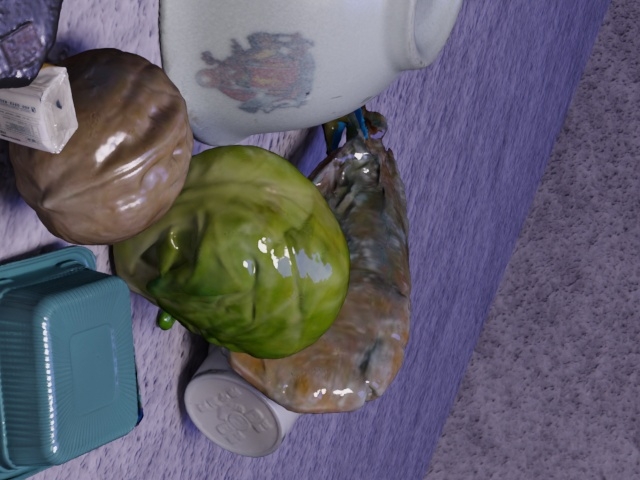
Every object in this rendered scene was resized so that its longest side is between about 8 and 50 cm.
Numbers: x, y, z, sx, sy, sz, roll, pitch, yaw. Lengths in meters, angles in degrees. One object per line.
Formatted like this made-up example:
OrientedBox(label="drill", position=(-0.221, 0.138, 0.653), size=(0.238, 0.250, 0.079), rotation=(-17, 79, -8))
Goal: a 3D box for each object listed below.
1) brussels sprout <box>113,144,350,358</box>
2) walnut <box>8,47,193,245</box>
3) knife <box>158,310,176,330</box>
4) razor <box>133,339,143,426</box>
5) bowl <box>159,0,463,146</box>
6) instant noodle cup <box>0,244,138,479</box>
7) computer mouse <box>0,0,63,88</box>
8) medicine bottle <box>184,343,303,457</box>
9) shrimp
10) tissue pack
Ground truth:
OrientedBox(label="brussels sprout", position=(-0.074, 0.014, 1.335), size=(0.161, 0.223, 0.223), rotation=(-57, 157, -30))
OrientedBox(label="walnut", position=(-0.165, -0.073, 1.112), size=(0.162, 0.140, 0.140), rotation=(-49, 152, -35))
OrientedBox(label="knife", position=(-0.118, 0.008, 1.529), size=(0.054, 0.015, 0.212), rotation=(84, 29, -51))
OrientedBox(label="razor", position=(-0.256, 0.172, 1.209), size=(0.324, 0.056, 0.093), rotation=(-37, 125, -57))
OrientedBox(label="bowl", position=(0.032, -0.277, 1.415), size=(0.435, 0.196, 0.434), rotation=(17, 90, -72))
OrientedBox(label="instant noodle cup", position=(-0.208, 0.101, 1.170), size=(0.157, 0.070, 0.179), rotation=(-19, 109, -59))
OrientedBox(label="computer mouse", position=(-0.228, -0.177, 0.941), size=(0.099, 0.057, 0.172), rotation=(-40, 125, -35))
OrientedBox(label="medicine bottle", position=(-0.042, 0.116, 1.654), size=(0.258, 0.143, 0.143), rotation=(-56, 156, -43))
OrientedBox(label="shrimp", position=(0.000, 0.000, 1.614), size=(0.110, 0.221, 0.445), rotation=(109, -7, -51))
OrientedBox(label="tissue pack", position=(-0.215, -0.099, 1.014), size=(0.062, 0.083, 0.042), rotation=(87, 26, -49))
